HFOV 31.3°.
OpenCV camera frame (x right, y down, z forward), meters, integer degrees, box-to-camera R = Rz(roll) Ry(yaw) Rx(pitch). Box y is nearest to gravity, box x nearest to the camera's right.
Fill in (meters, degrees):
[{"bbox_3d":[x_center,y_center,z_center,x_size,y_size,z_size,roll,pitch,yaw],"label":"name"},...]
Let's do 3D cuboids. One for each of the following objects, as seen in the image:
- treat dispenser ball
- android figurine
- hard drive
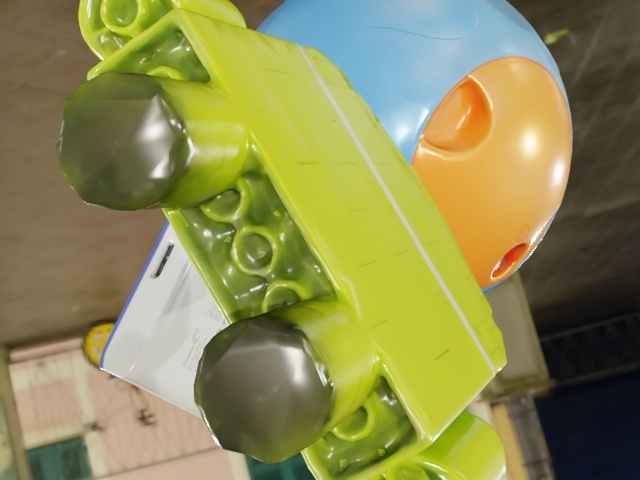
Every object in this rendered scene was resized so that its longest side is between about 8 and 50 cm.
[{"bbox_3d":[0.059,-0.079,0.934,0.288,0.288,0.288,-14,170,-3],"label":"treat dispenser ball"},{"bbox_3d":[0.000,0.000,0.452,0.056,0.248,0.273,-32,175,15],"label":"android figurine"},{"bbox_3d":[-0.071,0.075,1.105,0.040,0.210,0.319,19,167,29],"label":"hard drive"}]
